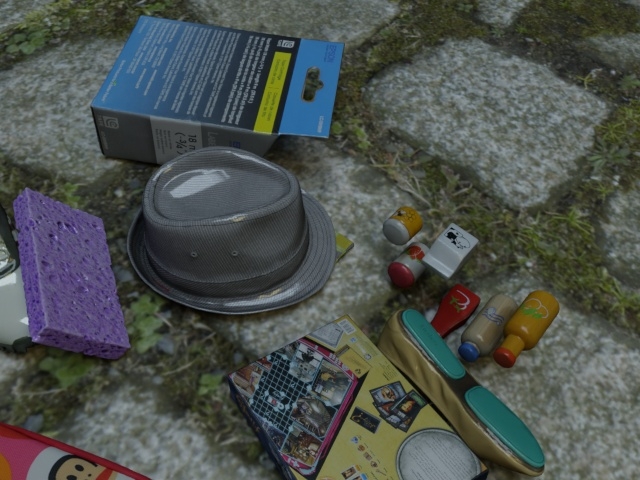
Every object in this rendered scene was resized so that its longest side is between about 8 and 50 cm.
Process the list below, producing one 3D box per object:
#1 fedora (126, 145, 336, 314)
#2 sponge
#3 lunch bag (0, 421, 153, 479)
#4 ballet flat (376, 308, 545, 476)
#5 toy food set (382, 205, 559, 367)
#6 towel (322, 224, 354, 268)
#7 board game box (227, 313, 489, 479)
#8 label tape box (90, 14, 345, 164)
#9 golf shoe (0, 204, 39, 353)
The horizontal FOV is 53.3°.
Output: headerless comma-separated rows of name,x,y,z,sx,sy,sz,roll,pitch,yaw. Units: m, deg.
fedora,-0.114,-0.034,0.814,0.275,0.124,0.244,4,52,1
sponge,-0.297,0.039,0.757,0.031,0.117,0.210,-38,54,16
lunch bag,-0.215,0.252,0.473,0.258,0.293,0.120,18,42,11
ballet flat,0.150,0.179,0.718,0.080,0.073,0.232,2,40,-49
toy food set,0.154,0.065,0.777,0.232,0.111,0.104,37,56,19
towel,0.000,0.000,0.880,0.083,0.009,0.060,37,58,22
board game box,0.030,0.199,0.672,0.165,0.042,0.243,-23,45,-23
label tape box,-0.143,-0.218,0.979,0.333,0.106,0.241,9,51,1
golf shoe,-0.402,0.016,0.758,0.105,0.120,0.273,-30,61,-28
